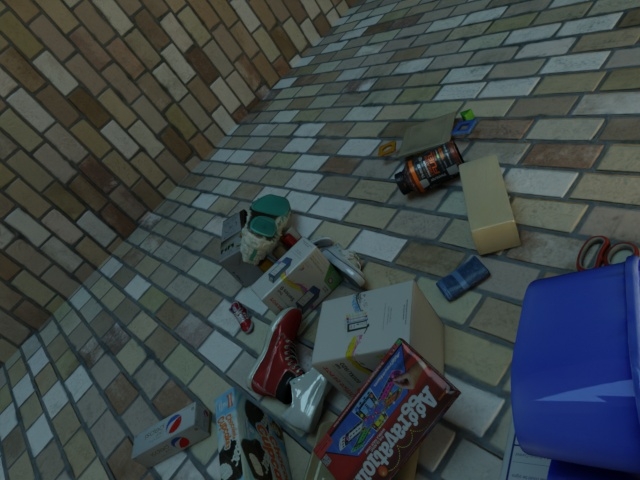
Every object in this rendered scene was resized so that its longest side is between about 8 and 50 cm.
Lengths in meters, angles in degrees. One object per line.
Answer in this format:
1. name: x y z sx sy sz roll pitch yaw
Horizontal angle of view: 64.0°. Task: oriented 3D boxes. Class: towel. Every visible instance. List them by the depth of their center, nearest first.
1. towel: 0.335 0.090 1.205 0.119 0.029 0.067 -35 34 6

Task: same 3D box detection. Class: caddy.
1. caddy: 0.355 0.170 0.599 0.179 0.241 0.341 -13 26 35

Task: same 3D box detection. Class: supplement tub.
1. supplement tub: 0.320 -0.205 1.507 0.197 0.106 0.106 -26 35 20

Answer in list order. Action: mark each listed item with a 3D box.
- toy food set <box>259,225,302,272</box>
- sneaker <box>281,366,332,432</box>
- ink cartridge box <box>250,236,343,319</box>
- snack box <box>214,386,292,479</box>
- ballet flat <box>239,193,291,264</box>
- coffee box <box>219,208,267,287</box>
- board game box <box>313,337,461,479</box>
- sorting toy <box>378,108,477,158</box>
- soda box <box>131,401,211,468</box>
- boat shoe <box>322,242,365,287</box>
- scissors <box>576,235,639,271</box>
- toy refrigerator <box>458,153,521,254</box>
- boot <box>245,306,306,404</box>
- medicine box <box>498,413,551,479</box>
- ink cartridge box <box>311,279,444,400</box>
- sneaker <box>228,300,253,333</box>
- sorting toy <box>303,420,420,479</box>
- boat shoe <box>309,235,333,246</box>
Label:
1. toy food set: -0.103 0.044 1.658 0.111 0.104 0.232 -40 12 23
2. sneaker: -0.023 0.331 1.196 0.094 0.080 0.212 14 57 22
3. ink cartridge box: -0.066 0.121 1.442 0.212 0.154 0.093 -42 34 -7
4. snack box: -0.128 0.476 1.047 0.060 0.187 0.322 -34 33 6
5. ballet flat: -0.193 -0.039 1.694 0.146 0.147 0.409 -28 16 16
6. coffee box: -0.263 0.023 1.767 0.098 0.141 0.247 -30 34 14
7. board game box: 0.115 0.335 0.940 0.145 0.027 0.281 41 100 33
8. sorting toy: 0.353 -0.336 1.688 0.347 0.047 0.196 -11 38 36
9. soda box: -0.396 0.520 1.365 0.216 0.069 0.074 -32 34 12
10. boat shoe: 0.073 0.056 1.451 0.076 0.083 0.226 -44 32 -6
11. scissors: 0.531 0.107 1.006 0.108 0.021 0.297 10 57 46
12. toy refrigerator: 0.421 -0.093 1.287 0.102 0.094 0.270 -16 39 20
13. boot: -0.072 0.291 1.313 0.176 0.088 0.244 2 58 45
14. medicine box: 0.377 0.364 0.654 0.263 0.149 0.289 -8 29 35
15. ink cartridge box: 0.128 0.223 1.116 0.232 0.171 0.168 -18 39 29
16. sneaker: -0.244 0.231 1.565 0.042 0.067 0.118 -38 33 2
17. sorting toy: 0.062 0.501 0.975 0.228 0.041 0.307 -8 44 32
18. boat shoe: 0.000 0.000 1.637 0.100 0.035 0.035 -19 40 39
